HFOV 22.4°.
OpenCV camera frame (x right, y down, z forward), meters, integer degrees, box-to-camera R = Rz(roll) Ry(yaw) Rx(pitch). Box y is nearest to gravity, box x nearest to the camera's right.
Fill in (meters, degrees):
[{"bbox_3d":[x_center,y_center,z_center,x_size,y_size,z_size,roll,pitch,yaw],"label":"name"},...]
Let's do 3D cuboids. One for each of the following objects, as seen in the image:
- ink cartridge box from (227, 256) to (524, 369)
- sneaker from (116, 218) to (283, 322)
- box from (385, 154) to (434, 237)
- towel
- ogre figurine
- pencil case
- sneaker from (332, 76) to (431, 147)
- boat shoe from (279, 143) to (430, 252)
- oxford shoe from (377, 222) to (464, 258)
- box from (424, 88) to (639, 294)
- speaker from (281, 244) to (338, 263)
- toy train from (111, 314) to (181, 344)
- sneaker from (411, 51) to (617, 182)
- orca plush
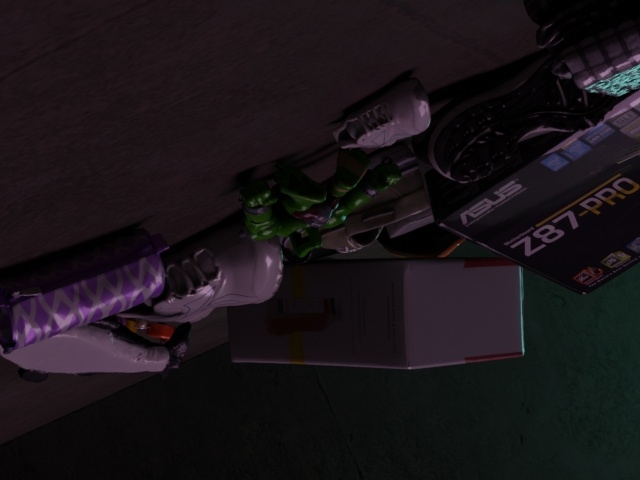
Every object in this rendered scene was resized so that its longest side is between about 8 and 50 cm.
[{"bbox_3d":[0.081,0.108,2.496,0.385,0.160,0.279,-1,-179,45],"label":"ink cartridge box"},{"bbox_3d":[-0.158,0.052,2.085,0.129,0.111,0.297,-11,167,-43],"label":"sneaker"},{"bbox_3d":[0.135,-0.067,2.218,0.102,0.087,0.101,-22,174,-17],"label":"box"},{"bbox_3d":[0.314,-0.221,1.410,0.235,0.121,0.284,-24,176,20],"label":"towel"},{"bbox_3d":[-0.016,-0.043,1.821,0.197,0.097,0.118,-33,170,-39],"label":"ogre figurine"},{"bbox_3d":[-0.269,0.050,1.755,0.206,0.086,0.088,-22,151,-31],"label":"pencil case"},{"bbox_3d":[0.063,-0.120,1.629,0.061,0.053,0.152,-18,173,-25],"label":"sneaker"},{"bbox_3d":[0.034,-0.031,2.111,0.109,0.094,0.302,-20,173,-33],"label":"boat shoe"},{"bbox_3d":[0.179,-0.055,2.539,0.133,0.130,0.364,18,159,-28],"label":"oxford shoe"},{"bbox_3d":[0.381,-0.099,2.041,0.395,0.097,0.318,-34,138,31],"label":"box"},{"bbox_3d":[0.000,0.000,2.459,0.055,0.055,0.136,-27,173,34],"label":"speaker"},{"bbox_3d":[-0.268,0.128,2.232,0.166,0.046,0.125,5,175,40],"label":"toy train"},{"bbox_3d":[0.221,-0.155,1.830,0.272,0.100,0.108,-25,-161,-20],"label":"sneaker"},{"bbox_3d":[-0.293,0.101,2.023,0.287,0.102,0.151,1,145,-34],"label":"orca plush"}]
